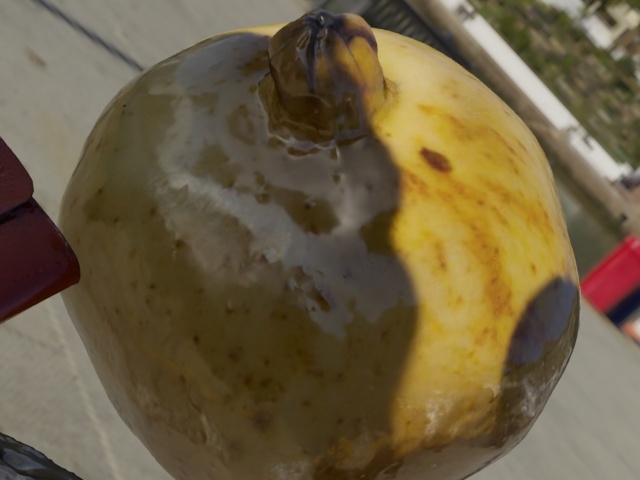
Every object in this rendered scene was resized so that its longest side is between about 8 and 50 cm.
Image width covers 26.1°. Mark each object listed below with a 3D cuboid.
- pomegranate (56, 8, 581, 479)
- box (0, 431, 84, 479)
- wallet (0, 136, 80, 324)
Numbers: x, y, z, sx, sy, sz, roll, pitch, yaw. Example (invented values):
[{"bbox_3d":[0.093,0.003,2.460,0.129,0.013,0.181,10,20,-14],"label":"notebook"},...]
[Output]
[{"bbox_3d":[0.000,0.000,0.985,0.410,0.410,0.410,45,12,-12],"label":"pomegranate"},{"bbox_3d":[-0.125,0.222,0.484,0.290,0.289,0.073,24,-1,22],"label":"box"},{"bbox_3d":[-0.239,0.004,0.747,0.142,0.045,0.204,52,42,4],"label":"wallet"}]
